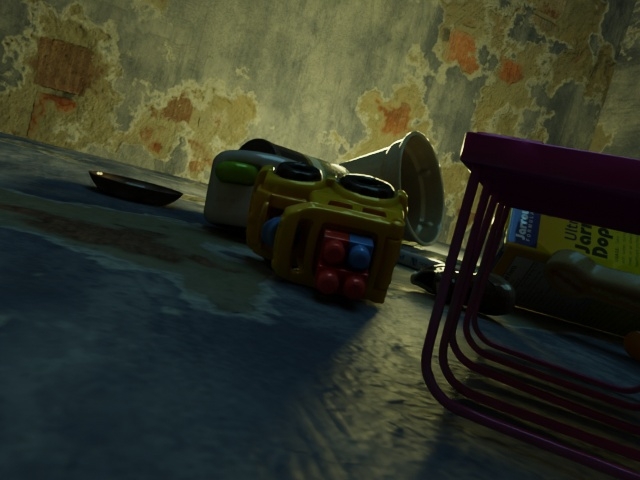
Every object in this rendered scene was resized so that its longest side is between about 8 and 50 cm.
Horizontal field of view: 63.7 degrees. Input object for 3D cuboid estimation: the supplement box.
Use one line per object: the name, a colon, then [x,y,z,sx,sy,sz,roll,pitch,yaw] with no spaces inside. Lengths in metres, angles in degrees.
supplement box: [0.504,0.029,0.951,0.357,0.195,0.194,16,-31,9]

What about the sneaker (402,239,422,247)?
sneaker: [0.234,-0.013,1.724,0.240,0.091,0.126,17,24,13]

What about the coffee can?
coffee can: [-0.073,-0.128,1.312,0.202,0.201,0.275,20,7,43]

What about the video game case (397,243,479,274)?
video game case: [0.292,0.055,1.333,0.329,0.036,0.300,11,7,-44]

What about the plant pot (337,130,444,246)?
plant pot: [0.175,-0.138,1.570,0.306,0.333,0.334,-5,-7,34]

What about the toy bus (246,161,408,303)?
toy bus: [0.000,0.000,0.661,0.221,0.149,0.211,13,21,2]

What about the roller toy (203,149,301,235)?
roller toy: [-0.111,-0.074,0.954,0.210,0.146,0.191,12,-4,-25]

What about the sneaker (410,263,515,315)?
sneaker: [0.216,0.080,0.807,0.071,0.066,0.188,-6,9,-24]

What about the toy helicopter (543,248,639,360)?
toy helicopter: [0.489,0.100,0.721,0.355,0.140,0.235,22,-31,48]

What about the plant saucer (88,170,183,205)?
plant saucer: [-0.403,-0.110,1.123,0.199,0.036,0.198,14,5,-1]

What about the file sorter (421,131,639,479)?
file sorter: [0.215,0.048,0.415,0.202,0.182,0.291,16,5,24]
